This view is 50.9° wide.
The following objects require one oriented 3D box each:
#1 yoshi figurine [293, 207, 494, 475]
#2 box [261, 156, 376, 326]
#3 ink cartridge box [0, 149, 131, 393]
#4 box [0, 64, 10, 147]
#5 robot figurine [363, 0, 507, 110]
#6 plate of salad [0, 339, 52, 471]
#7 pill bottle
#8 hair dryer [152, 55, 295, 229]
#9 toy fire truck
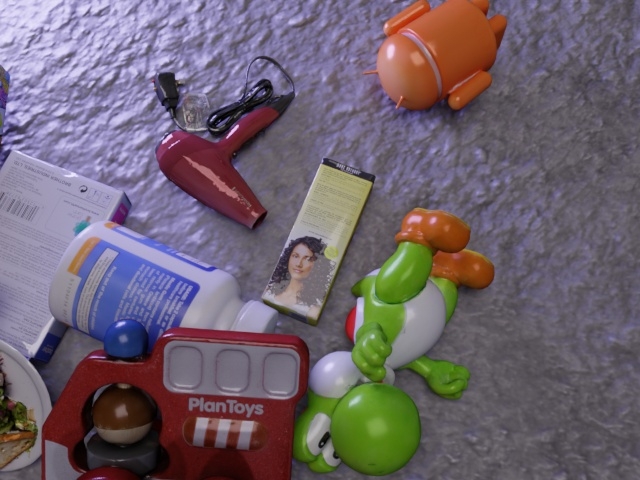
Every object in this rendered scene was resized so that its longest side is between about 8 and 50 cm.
[{"bbox_3d":[0.106,0.148,0.856,0.203,0.203,0.362,33,78,3],"label":"yoshi figurine"},{"bbox_3d":[0.000,0.000,0.971,0.087,0.058,0.232,20,72,6],"label":"box"},{"bbox_3d":[-0.425,0.040,0.956,0.186,0.065,0.311,21,71,7],"label":"ink cartridge box"},{"bbox_3d":[-0.622,-0.143,0.926,0.290,0.177,0.279,-8,66,7],"label":"box"},{"bbox_3d":[0.177,-0.284,1.029,0.219,0.128,0.158,-34,110,-10],"label":"robot figurine"},{"bbox_3d":[-0.438,0.213,0.863,0.200,0.048,0.200,3,105,13],"label":"plate of salad"},{"bbox_3d":[-0.201,0.091,0.892,0.272,0.152,0.152,24,73,8],"label":"pill bottle"},{"bbox_3d":[-0.136,-0.153,1.010,0.223,0.080,0.293,-9,72,-4],"label":"hair dryer"},{"bbox_3d":[-0.170,0.218,0.792,0.302,0.169,0.254,5,99,1],"label":"toy fire truck"}]
